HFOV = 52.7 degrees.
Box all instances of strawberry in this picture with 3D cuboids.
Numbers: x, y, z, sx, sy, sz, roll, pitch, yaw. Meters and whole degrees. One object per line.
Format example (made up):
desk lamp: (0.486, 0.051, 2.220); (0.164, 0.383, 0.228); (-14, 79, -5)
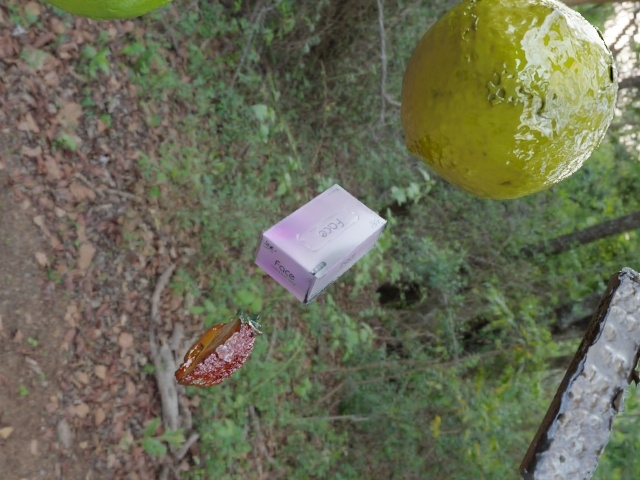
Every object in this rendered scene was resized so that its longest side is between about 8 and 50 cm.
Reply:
strawberry: (-0.177, 0.206, 1.192); (0.085, 0.140, 0.192); (56, 16, -15)

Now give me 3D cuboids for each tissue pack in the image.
tissue pack: (0.000, 0.000, 1.313); (0.246, 0.149, 0.092); (-38, 159, -41)

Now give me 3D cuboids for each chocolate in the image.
chocolate: (0.371, 0.197, 0.885); (0.065, 0.103, 0.329); (-146, -100, -81)

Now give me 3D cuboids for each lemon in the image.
lemon: (0.311, -0.237, 1.114); (0.387, 0.350, 0.349); (114, -18, -52)

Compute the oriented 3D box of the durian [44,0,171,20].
durian: (-0.237, -0.316, 0.704); (0.101, 0.250, 0.139); (167, -74, -77)
